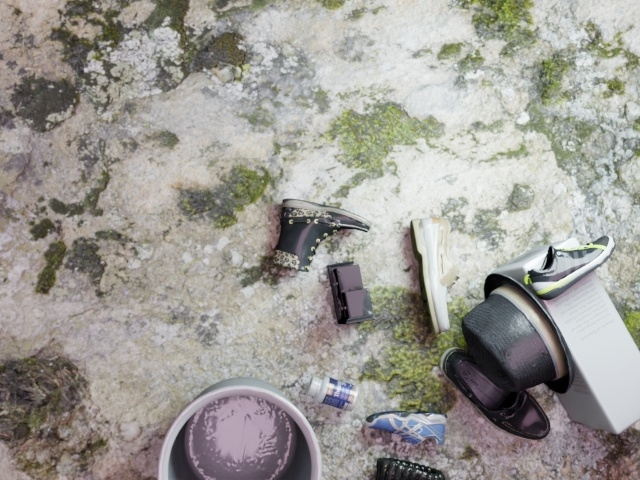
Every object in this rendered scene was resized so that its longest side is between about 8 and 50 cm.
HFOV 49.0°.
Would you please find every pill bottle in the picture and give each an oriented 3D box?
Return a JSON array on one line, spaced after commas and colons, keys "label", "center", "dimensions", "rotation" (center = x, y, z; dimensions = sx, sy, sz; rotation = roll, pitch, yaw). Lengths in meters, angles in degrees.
[{"label": "pill bottle", "center": [0.030, 0.381, 1.760], "dimensions": [0.120, 0.067, 0.067], "rotation": [18, 82, -4]}]

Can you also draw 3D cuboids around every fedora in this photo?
[{"label": "fedora", "center": [0.450, 0.245, 1.691], "dimensions": [0.152, 0.334, 0.334], "rotation": [-26, 87, -12]}]

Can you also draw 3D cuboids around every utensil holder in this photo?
[{"label": "utensil holder", "center": [-0.181, 0.473, 1.567], "dimensions": [0.327, 0.385, 0.328], "rotation": [1, 84, -7]}]

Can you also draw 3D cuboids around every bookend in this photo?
[{"label": "bookend", "center": [0.074, 0.127, 1.748], "dimensions": [0.072, 0.157, 0.156], "rotation": [-9, 86, -8]}]

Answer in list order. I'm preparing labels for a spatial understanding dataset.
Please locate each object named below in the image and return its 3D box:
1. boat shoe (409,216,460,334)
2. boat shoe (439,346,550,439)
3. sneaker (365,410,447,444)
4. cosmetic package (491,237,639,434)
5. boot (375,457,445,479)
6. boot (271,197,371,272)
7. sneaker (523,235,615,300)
[{"label": "boat shoe", "center": [0.306, 0.086, 1.801], "dimensions": [0.103, 0.113, 0.302], "rotation": [-8, 84, -2]}, {"label": "boat shoe", "center": [0.458, 0.396, 1.784], "dimensions": [0.340, 0.113, 0.127], "rotation": [43, 81, 0]}, {"label": "sneaker", "center": [0.217, 0.471, 1.765], "dimensions": [0.211, 0.080, 0.081], "rotation": [4, 80, -5]}, {"label": "cosmetic package", "center": [0.638, 0.234, 1.764], "dimensions": [0.161, 0.230, 0.453], "rotation": [-28, 88, -9]}, {"label": "boot", "center": [0.121, 0.657, 1.705], "dimensions": [0.348, 0.131, 0.260], "rotation": [10, 90, -16]}, {"label": "boot", "center": [-0.001, 0.000, 1.791], "dimensions": [0.236, 0.085, 0.179], "rotation": [14, 85, 2]}, {"label": "sneaker", "center": [0.575, 0.042, 1.621], "dimensions": [0.234, 0.084, 0.097], "rotation": [-35, 87, -10]}]
